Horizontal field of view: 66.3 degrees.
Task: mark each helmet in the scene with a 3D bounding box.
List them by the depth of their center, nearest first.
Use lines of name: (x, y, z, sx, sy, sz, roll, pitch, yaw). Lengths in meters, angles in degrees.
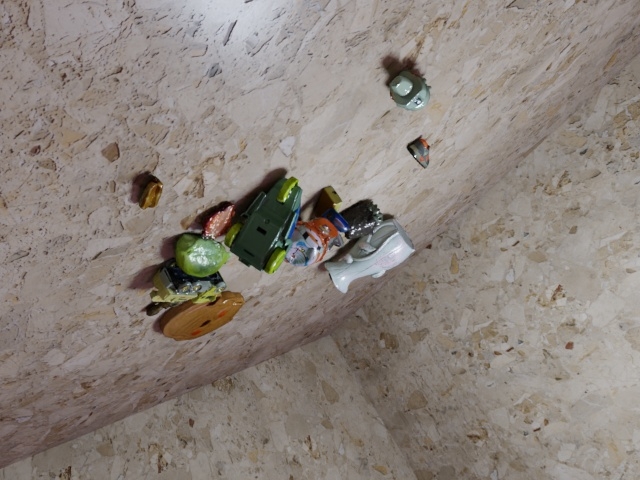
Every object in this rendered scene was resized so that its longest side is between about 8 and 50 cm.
helmet: (0.004, -0.016, 2.041, 0.177, 0.107, 0.153, -16, -164, -30)

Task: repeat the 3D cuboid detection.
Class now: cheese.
cheese: (-0.041, -0.011, 1.883, 0.329, 0.217, 0.129, -31, -157, 30)

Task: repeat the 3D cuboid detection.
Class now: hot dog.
hot dog: (-0.435, -0.124, 1.261, 0.056, 0.041, 0.133, -16, 162, -38)

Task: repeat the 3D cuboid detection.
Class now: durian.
durian: (-0.395, 0.056, 1.631, 0.139, 0.101, 0.250, -39, 151, 4)

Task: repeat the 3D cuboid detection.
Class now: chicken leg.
chicken leg: (-0.575, 0.229, 1.842, 0.198, 0.069, 0.085, -30, -175, 11)

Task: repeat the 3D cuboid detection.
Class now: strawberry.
strawberry: (-0.327, -0.062, 1.553, 0.152, 0.048, 0.104, -52, 150, 5)

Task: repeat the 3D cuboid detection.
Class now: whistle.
whistle: (0.265, -0.444, 1.464, 0.253, 0.106, 0.101, -8, 119, -62)

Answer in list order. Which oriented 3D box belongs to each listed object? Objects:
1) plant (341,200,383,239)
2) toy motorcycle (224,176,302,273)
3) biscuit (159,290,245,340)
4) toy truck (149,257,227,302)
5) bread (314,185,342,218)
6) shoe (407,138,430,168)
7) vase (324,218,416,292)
plant: (0.184, -0.089, 2.128, 0.195, 0.129, 0.132, -25, 159, -13)
toy motorcycle: (-0.153, -0.064, 1.631, 0.326, 0.191, 0.200, -58, 173, 8)
biscuit: (-0.520, 0.339, 2.174, 0.350, 0.078, 0.455, -32, 161, 9)
toy truck: (-0.471, 0.158, 1.729, 0.157, 0.124, 0.272, -40, 159, 19)
bread: (0.021, -0.111, 1.897, 0.049, 0.088, 0.226, -25, 160, -28)
shoe: (0.411, -0.347, 1.958, 0.077, 0.074, 0.194, -43, 156, 13)
vase: (0.238, 0.081, 2.480, 0.445, 0.250, 0.250, -34, 161, 16)
